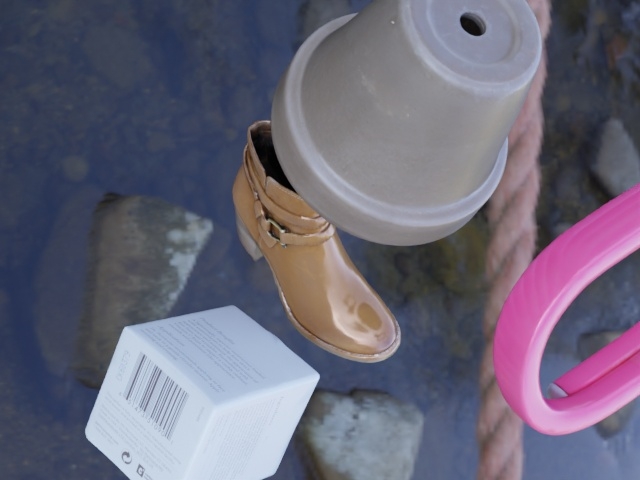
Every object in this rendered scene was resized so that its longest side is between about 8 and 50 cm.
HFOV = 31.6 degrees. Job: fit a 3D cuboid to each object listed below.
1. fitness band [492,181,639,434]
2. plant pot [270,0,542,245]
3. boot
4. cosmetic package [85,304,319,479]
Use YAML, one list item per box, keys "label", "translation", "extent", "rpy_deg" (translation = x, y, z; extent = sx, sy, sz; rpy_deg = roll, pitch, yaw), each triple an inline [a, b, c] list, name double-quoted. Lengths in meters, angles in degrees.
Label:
- label: "fitness band"
  translation: [0.268, 0.050, 0.993]
  extent: [0.290, 0.054, 0.209]
  rpy_deg: [-31, 133, -20]
- label: "plant pot"
  translation: [0.106, -0.156, 1.137]
  extent: [0.263, 0.229, 0.263]
  rpy_deg: [9, 63, -18]
- label: "boot"
  translation: [0.000, 0.000, 1.340]
  extent: [0.109, 0.220, 0.283]
  rpy_deg: [-30, 67, -22]
- label: "cosmetic package"
  translation: [-0.131, 0.182, 1.261]
  extent: [0.183, 0.151, 0.152]
  rpy_deg: [-7, 127, -52]
